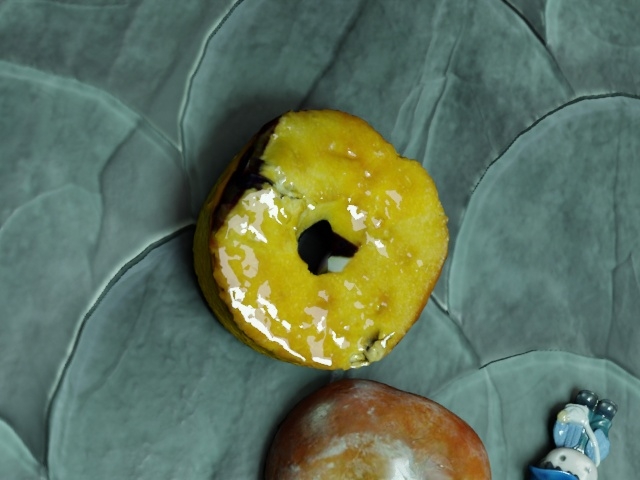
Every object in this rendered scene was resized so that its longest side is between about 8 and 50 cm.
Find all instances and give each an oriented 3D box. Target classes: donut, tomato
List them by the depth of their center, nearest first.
[{"bbox_3d":[0.068,0.224,1.628,0.214,0.155,0.180,26,67,-17],"label":"tomato"},{"bbox_3d":[-0.001,0.003,1.652,0.254,0.118,0.253,3,81,-22],"label":"donut"}]

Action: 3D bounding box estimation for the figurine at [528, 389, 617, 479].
[{"bbox_3d":[0.251,0.221,1.764,0.077,0.079,0.136,25,47,4],"label":"figurine"}]
